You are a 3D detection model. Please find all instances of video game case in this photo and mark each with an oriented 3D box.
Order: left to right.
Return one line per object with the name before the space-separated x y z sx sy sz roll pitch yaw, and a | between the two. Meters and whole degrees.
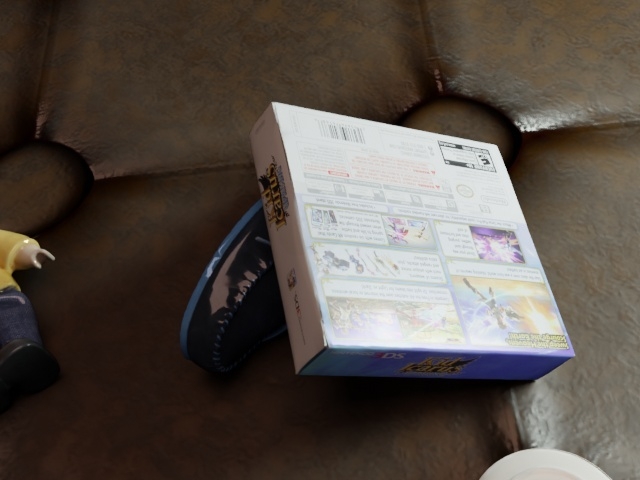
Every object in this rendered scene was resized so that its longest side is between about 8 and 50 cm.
video game case | 0.081 0.005 0.855 0.269 0.061 0.244 6 54 -30

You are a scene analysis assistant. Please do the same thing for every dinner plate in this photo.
dinner plate | 0.196 0.240 0.791 0.141 0.017 0.141 -2 52 3

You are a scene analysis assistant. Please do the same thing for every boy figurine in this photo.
boy figurine | -0.364 0.042 0.957 0.177 0.092 0.285 -29 58 -13

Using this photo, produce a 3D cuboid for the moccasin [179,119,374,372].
moccasin | 0.000 0.000 0.922 0.117 0.138 0.342 29 61 20
